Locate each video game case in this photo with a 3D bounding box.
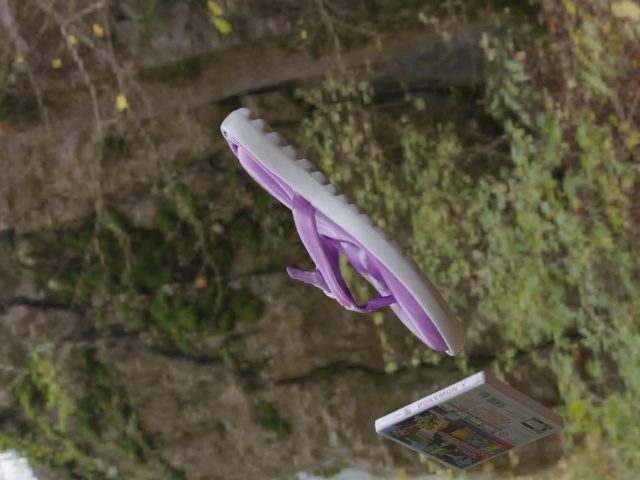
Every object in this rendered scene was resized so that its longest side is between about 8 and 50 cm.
[{"bbox_3d":[0.208,0.253,1.540,0.201,0.183,0.023,31,-140,-40],"label":"video game case"}]

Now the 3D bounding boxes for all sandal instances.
[{"bbox_3d":[0.006,0.008,1.239,0.416,0.102,0.169,45,176,37],"label":"sandal"}]
